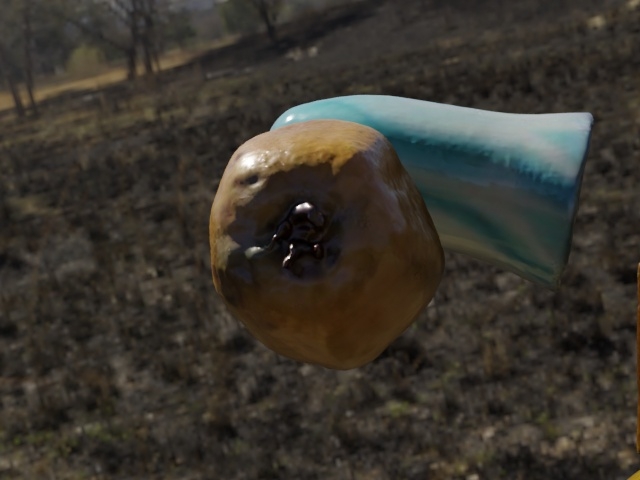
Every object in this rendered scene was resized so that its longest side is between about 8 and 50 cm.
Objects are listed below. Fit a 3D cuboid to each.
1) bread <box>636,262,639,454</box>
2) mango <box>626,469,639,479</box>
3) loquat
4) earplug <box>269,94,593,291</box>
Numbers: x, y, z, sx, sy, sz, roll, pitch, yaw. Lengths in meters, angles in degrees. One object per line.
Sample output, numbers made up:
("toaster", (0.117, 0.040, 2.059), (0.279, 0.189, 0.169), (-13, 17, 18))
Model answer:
("bread", (0.301, 0.128, 1.009), (0.088, 0.226, 0.049), (2, 7, 20))
("mango", (0.217, 0.191, 0.514), (0.221, 0.264, 0.378), (-21, -31, -6))
("loquat", (0.000, 0.000, 0.944), (0.176, 0.187, 0.234), (-45, -4, 14))
("earplug", (0.101, -0.069, 1.276), (0.324, 0.185, 0.185), (11, 15, 7))
